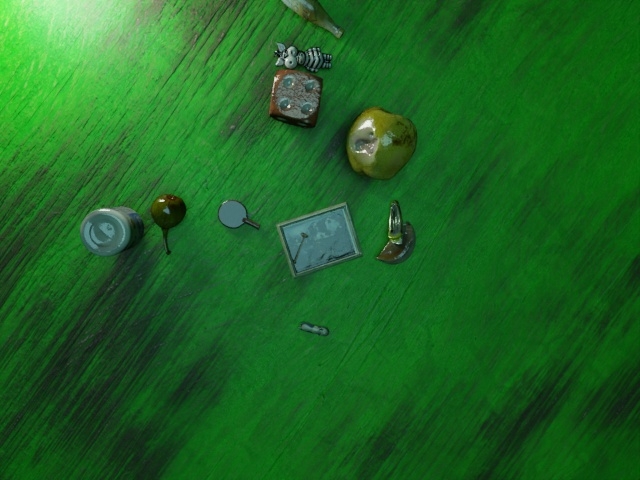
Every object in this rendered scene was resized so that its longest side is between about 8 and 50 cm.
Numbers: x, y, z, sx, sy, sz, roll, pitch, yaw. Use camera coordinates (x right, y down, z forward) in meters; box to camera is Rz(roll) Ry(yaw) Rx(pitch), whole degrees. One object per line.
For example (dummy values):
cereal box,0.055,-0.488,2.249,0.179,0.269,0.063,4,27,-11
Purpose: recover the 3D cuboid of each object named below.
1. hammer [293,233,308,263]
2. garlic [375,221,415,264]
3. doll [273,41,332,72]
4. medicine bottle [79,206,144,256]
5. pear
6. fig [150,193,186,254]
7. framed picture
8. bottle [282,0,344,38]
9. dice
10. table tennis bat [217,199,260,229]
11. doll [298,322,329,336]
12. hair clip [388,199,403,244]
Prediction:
hammer,-0.079,0.033,1.962,0.029,0.014,0.122,20,93,0
garlic,0.315,0.025,1.997,0.101,0.087,0.195,39,91,6
doll,-0.066,-0.676,1.891,0.220,0.067,0.090,5,114,-6
medicine bottle,-0.703,-0.038,1.758,0.157,0.289,0.156,-1,96,-6
pear,0.218,-0.352,1.865,0.272,0.271,0.270,-1,95,-7
fig,-0.562,-0.058,1.883,0.125,0.124,0.236,6,119,-8
framed picture,0.000,0.000,1.986,0.297,0.019,0.232,-19,97,-5
bottle,-0.027,-0.839,1.874,0.270,0.083,0.083,36,90,-13
dice,-0.091,-0.510,1.848,0.180,0.175,0.173,9,95,-9
table tennis bat,-0.304,-0.084,1.891,0.170,0.119,0.107,26,92,-7
doll,-0.025,0.351,2.011,0.125,0.027,0.037,14,101,-8
hair clip,0.291,-0.069,1.983,0.060,0.033,0.188,-8,67,25
